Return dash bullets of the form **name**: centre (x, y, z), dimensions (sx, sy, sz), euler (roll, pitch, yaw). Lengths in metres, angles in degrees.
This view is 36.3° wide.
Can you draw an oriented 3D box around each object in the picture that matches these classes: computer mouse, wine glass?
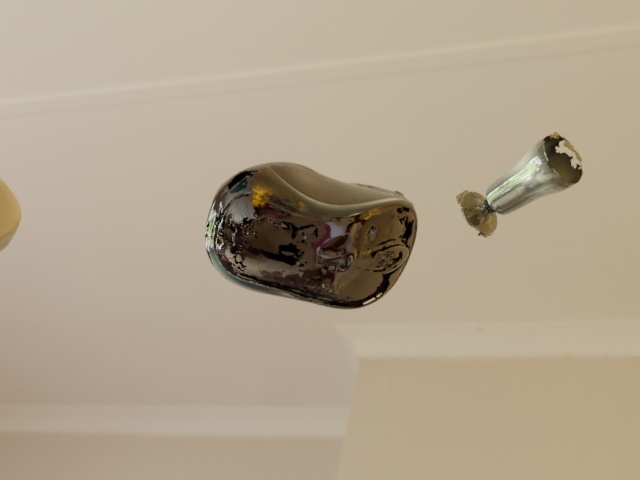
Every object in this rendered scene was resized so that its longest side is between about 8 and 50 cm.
- **computer mouse**: centre (0.000, 0.000, 0.994), dimensions (0.233, 0.096, 0.137), euler (5, -62, -24)
- **wine glass**: centre (0.244, -0.067, 1.209), dimensions (0.072, 0.072, 0.155), euler (33, -41, -19)

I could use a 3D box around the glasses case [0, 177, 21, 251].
- **glasses case**: centre (-0.351, 0.001, 0.834), dimensions (0.083, 0.196, 0.050), euler (53, -42, 6)
